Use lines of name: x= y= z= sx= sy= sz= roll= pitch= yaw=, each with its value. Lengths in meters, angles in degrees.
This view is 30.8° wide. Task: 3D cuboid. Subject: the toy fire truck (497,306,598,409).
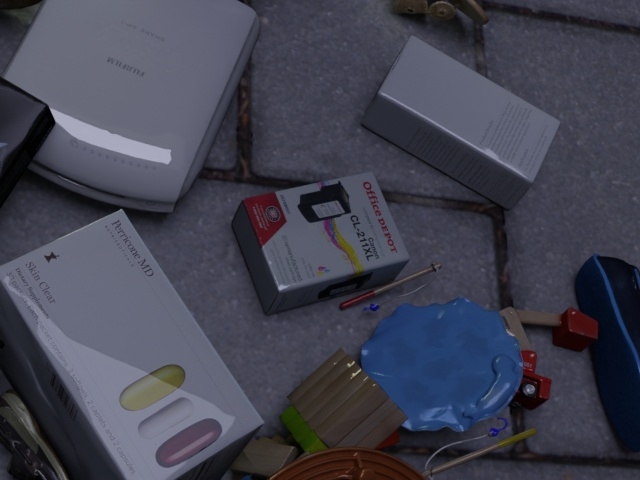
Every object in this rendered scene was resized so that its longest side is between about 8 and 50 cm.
toy fire truck: x=0.236 y=0.130 z=1.413 sx=0.192 sy=0.047 sz=0.135 roll=19 pitch=60 yaw=-8

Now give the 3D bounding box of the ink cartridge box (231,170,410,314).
ink cartridge box: x=0.000 y=0.000 z=1.386 sx=0.175 sy=0.072 sz=0.127 roll=-14 pitch=69 yaw=-23

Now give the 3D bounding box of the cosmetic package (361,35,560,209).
cosmetic package: x=0.183 y=-0.153 z=1.517 sx=0.231 sy=0.085 sz=0.117 roll=30 pitch=59 yaw=0

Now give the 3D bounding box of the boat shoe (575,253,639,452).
boat shoe: x=0.395 y=0.131 z=1.433 sx=0.089 sy=0.109 sz=0.258 roll=3 pitch=66 yaw=-21

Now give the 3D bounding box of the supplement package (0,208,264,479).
supplement package: x=-0.205 y=0.142 z=1.173 sx=0.145 sy=0.204 sz=0.262 roll=-29 pitch=76 yaw=-28

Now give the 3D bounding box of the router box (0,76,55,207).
router box: x=-0.464 y=-0.068 z=1.210 sx=0.243 sy=0.081 sz=0.308 roll=31 pitch=79 yaw=-1

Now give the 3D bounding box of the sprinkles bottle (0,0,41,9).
sprinkles bottle: x=-0.389 y=-0.463 z=1.396 sx=0.121 sy=0.121 sz=0.355 roll=1 pitch=86 yaw=-18

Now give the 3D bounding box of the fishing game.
fishing game: x=0.139 y=0.143 z=1.334 sx=0.189 sy=0.041 sz=0.264 roll=-24 pitch=51 yaw=-9

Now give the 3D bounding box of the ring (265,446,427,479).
ring: x=0.026 y=0.373 z=1.146 sx=0.337 sy=0.032 sz=0.336 roll=2 pitch=87 yaw=-34

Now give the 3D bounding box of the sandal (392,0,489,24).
sandal: x=0.122 y=-0.353 z=1.615 sx=0.079 sy=0.088 sz=0.240 roll=-45 pitch=75 yaw=1

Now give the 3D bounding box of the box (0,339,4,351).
box: x=-0.504 y=0.149 z=1.098 sx=0.296 sy=0.073 sz=0.293 roll=31 pitch=79 yaw=-1

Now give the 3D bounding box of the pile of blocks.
pile of blocks: x=-0.028 y=0.290 z=1.226 sx=0.112 sy=0.149 sz=0.362 roll=49 pitch=63 yaw=-28

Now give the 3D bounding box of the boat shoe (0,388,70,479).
boat shoe: x=-0.298 y=0.225 z=1.192 sx=0.049 sy=0.056 sz=0.152 roll=-29 pitch=67 yaw=-23

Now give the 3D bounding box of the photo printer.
photo printer: x=-0.235 y=-0.189 z=1.383 sx=0.256 sy=0.107 sz=0.307 roll=23 pitch=60 yaw=-6
